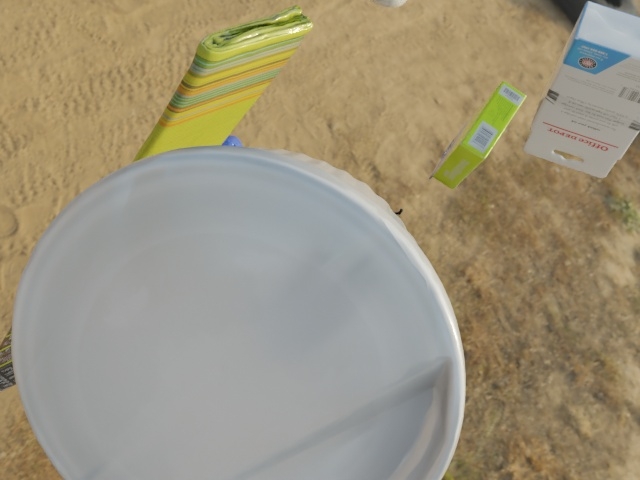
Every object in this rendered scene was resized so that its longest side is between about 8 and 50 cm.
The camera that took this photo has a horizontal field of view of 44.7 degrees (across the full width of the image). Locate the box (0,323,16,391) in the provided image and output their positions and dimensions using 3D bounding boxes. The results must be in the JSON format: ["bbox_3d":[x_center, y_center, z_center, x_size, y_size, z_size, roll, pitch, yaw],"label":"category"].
[{"bbox_3d":[-0.649,0.218,1.831,0.060,0.270,0.216,48,31,-29],"label":"box"}]

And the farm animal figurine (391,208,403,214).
[{"bbox_3d":[0.000,0.000,1.459,0.327,0.172,0.330,-22,117,-33],"label":"farm animal figurine"}]

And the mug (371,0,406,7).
[{"bbox_3d":[0.118,-0.420,0.814,0.276,0.374,0.328,20,54,5],"label":"mug"}]

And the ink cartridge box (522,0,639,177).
[{"bbox_3d":[0.292,-0.153,0.823,0.104,0.180,0.060,20,60,6],"label":"ink cartridge box"}]

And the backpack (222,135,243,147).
[{"bbox_3d":[-0.195,-0.135,1.407,0.101,0.120,0.098,-91,170,-71],"label":"backpack"}]

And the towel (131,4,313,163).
[{"bbox_3d":[-0.100,-0.092,0.610,0.102,0.237,0.021,-29,82,-41],"label":"towel"}]

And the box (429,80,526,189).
[{"bbox_3d":[0.211,-0.138,1.072,0.042,0.178,0.109,35,79,2],"label":"box"}]

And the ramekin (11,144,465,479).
[{"bbox_3d":[-0.044,0.065,0.503,0.273,0.273,0.127,47,18,-7],"label":"ramekin"}]
